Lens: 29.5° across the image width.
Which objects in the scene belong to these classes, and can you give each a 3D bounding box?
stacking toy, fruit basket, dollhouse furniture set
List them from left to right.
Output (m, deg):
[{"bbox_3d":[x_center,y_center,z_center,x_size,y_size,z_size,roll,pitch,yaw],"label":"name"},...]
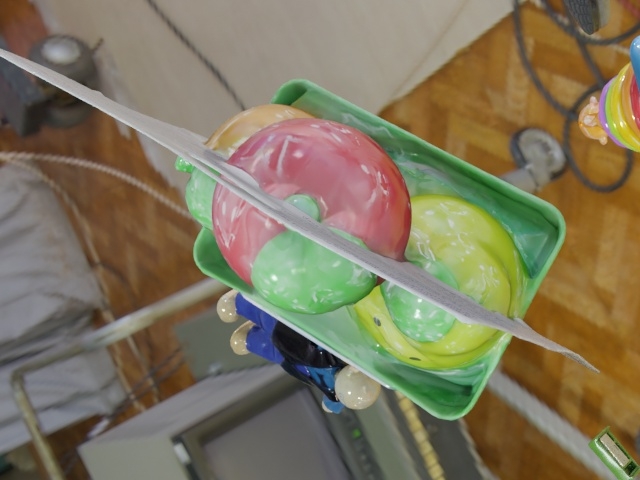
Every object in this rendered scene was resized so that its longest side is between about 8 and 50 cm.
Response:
[{"bbox_3d":[0.000,0.000,0.757,0.327,0.353,0.165,30,99,23],"label":"fruit basket"},{"bbox_3d":[0.422,-0.170,1.574,0.302,0.165,0.175,168,87,-73],"label":"stacking toy"},{"bbox_3d":[0.361,0.192,1.285,0.058,0.076,0.152,51,125,11],"label":"dollhouse furniture set"}]

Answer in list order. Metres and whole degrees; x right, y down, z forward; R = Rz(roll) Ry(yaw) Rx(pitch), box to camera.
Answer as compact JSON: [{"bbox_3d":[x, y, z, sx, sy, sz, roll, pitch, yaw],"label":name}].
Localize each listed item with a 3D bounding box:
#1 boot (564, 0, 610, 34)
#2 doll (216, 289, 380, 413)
[{"bbox_3d":[0.446,-0.474,1.745,0.118,0.222,0.338,-118,11,-55],"label":"boot"},{"bbox_3d":[-0.012,0.098,1.040,0.189,0.046,0.129,21,138,50],"label":"doll"}]
